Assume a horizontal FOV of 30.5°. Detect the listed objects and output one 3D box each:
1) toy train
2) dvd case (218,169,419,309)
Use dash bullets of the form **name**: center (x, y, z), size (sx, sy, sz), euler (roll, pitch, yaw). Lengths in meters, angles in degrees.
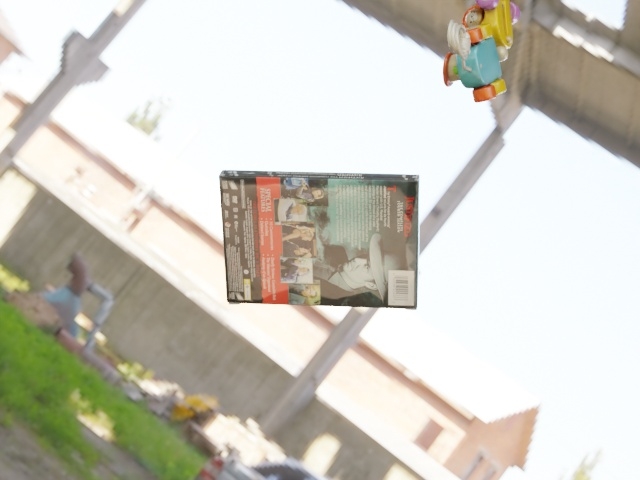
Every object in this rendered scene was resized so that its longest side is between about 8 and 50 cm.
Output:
- **toy train**: center (0.116, -0.190, 0.951), size (0.046, 0.166, 0.125), euler (-9, -37, 30)
- **dvd case**: center (0.000, 0.000, 0.709), size (0.119, 0.087, 0.013), euler (2, 25, 8)
